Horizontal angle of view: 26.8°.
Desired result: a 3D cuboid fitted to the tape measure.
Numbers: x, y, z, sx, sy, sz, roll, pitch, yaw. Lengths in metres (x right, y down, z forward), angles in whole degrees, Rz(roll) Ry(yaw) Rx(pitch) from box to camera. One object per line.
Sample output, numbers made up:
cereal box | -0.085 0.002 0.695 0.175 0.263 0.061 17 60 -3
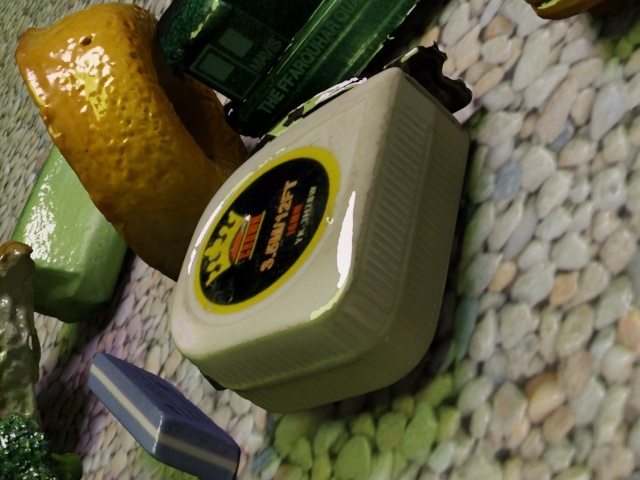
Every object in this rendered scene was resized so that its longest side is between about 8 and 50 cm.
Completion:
tape measure | 0.000 0.000 1.057 0.231 0.133 0.271 -20 45 41

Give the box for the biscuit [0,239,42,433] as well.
biscuit | -0.347 0.177 1.417 0.329 0.078 0.335 124 137 -51

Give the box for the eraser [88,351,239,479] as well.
eraser | -0.143 0.155 1.192 0.036 0.082 0.225 -63 27 -1

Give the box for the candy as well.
candy | -0.264 -0.068 1.582 0.142 0.132 0.343 82 -159 -59

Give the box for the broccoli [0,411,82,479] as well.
broccoli | -0.306 0.279 1.203 0.294 0.265 0.245 -60 -11 16

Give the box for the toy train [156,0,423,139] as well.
toy train | -0.008 -0.237 1.241 0.330 0.178 0.138 -49 29 23

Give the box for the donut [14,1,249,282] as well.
donut | -0.160 -0.105 1.281 0.110 0.303 0.303 -32 33 9

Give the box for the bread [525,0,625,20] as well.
bread | 0.208 -0.363 0.986 0.314 0.191 0.370 -40 32 35
